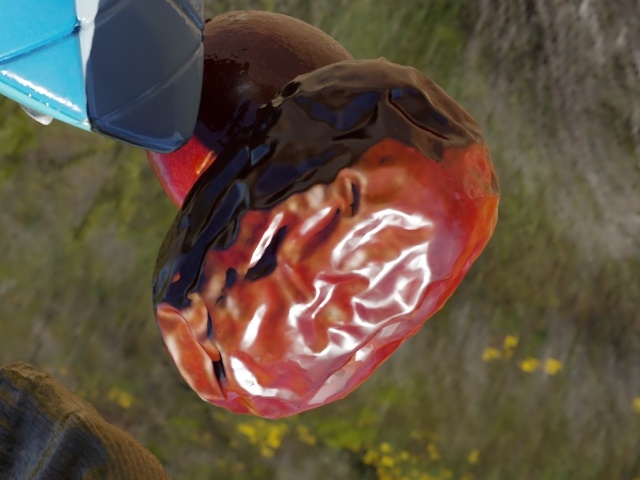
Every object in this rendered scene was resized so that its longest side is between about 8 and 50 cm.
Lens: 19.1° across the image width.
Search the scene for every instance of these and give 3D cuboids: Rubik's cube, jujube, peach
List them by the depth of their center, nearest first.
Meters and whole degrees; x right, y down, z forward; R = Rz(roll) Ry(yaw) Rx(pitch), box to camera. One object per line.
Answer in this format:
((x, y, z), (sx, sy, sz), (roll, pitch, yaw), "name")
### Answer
((0.000, 0.000, 1.208), (0.174, 0.174, 0.250), (32, 117, -11), "jujube")
((-0.185, -0.150, 1.331), (0.254, 0.254, 0.254), (19, 150, 12), "Rubik's cube")
((-0.049, -0.087, 1.451), (0.197, 0.197, 0.197), (19, 150, 12), "peach")

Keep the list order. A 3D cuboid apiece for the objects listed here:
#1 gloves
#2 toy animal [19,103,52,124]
((-0.202, 0.249, 1.510), (0.356, 0.203, 0.155), (54, 177, 38), "gloves")
((-0.183, -0.178, 1.499), (0.127, 0.182, 0.131), (33, 135, 53), "toy animal")
